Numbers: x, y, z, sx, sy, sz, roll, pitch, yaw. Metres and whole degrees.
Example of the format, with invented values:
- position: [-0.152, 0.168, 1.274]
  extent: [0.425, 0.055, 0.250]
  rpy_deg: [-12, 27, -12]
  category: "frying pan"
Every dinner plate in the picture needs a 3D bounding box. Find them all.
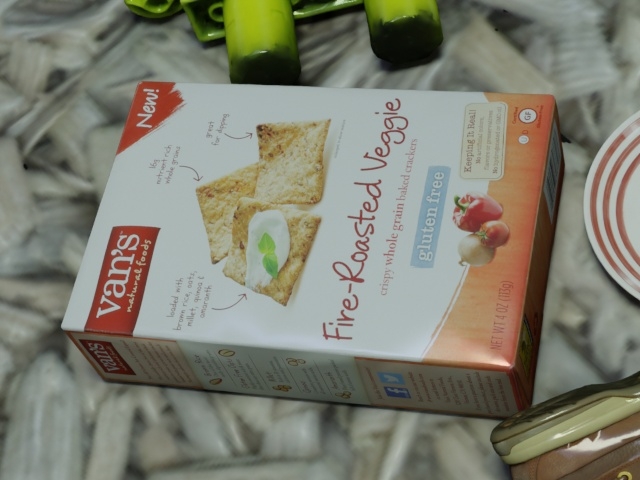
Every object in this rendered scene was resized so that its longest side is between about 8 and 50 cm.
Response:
- position: [0.205, -0.017, 0.739]
  extent: [0.141, 0.017, 0.141]
  rpy_deg: [-7, 59, 12]
  category: "dinner plate"

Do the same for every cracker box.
- position: [0.000, 0.000, 0.754]
  extent: [0.232, 0.067, 0.156]
  rpy_deg: [3, 61, 17]
  category: "cracker box"

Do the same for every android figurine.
- position: [-0.007, -0.215, 0.890]
  extent: [0.248, 0.056, 0.273]
  rpy_deg: [-14, 58, 7]
  category: "android figurine"

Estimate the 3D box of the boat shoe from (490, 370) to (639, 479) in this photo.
- position: [0.170, 0.083, 0.669]
  extent: [0.178, 0.064, 0.060]
  rpy_deg: [-21, 88, 4]
  category: "boat shoe"
